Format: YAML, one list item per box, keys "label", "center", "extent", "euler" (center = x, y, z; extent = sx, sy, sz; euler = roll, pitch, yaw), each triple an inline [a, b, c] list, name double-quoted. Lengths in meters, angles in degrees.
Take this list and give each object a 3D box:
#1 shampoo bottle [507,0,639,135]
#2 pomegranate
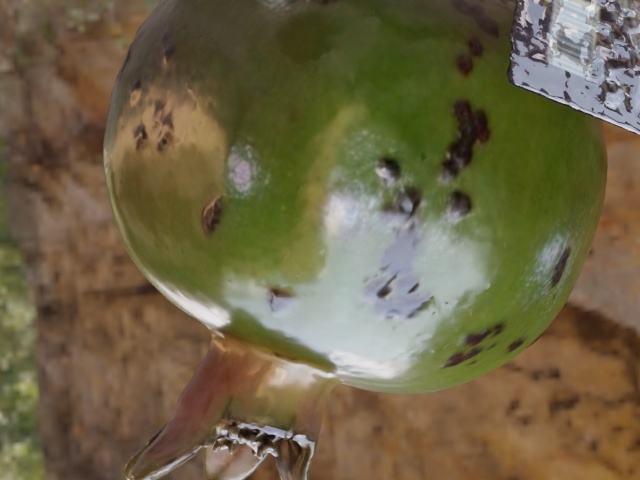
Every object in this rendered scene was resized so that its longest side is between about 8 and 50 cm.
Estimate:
- label: "shampoo bottle"
  center: [0.223, -0.050, 0.665]
  extent: [0.310, 0.071, 0.098]
  euler: [26, 143, 20]
- label: "pomegranate"
  center: [0.011, -0.011, 0.945]
  extent: [0.291, 0.323, 0.290]
  euler: [15, 154, 7]
